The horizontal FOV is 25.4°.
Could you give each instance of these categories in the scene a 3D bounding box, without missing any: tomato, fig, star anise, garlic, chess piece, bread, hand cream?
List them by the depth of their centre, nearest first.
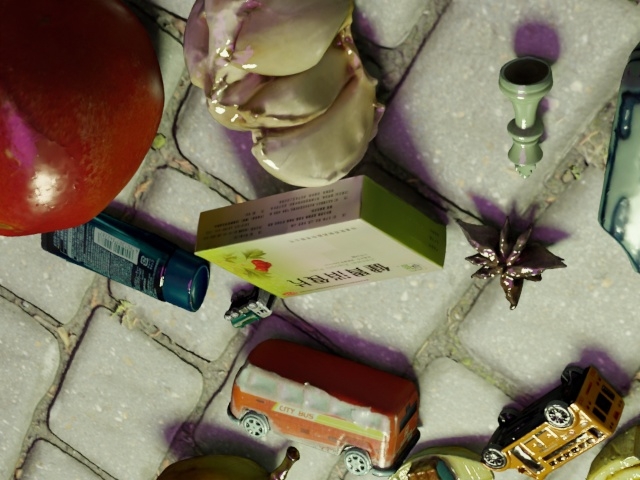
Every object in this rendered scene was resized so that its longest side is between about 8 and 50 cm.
[{"bbox_3d":[0.225,-0.127,1.568,0.059,0.059,0.149,14,134,21],"label":"chess piece"},{"bbox_3d":[-0.062,-0.198,1.587,0.185,0.203,0.281,24,139,36],"label":"garlic"},{"bbox_3d":[0.211,0.015,1.685,0.129,0.056,0.124,41,135,-3],"label":"star anise"},{"bbox_3d":[-0.359,-0.175,1.729,0.325,0.293,0.290,44,147,6],"label":"tomato"},{"bbox_3d":[0.405,0.299,1.788,0.117,0.064,0.156,34,134,-2],"label":"bread"},{"bbox_3d":[-0.283,0.016,1.982,0.271,0.061,0.120,22,132,17],"label":"hand cream"},{"bbox_3d":[-0.129,0.377,2.124,0.274,0.145,0.170,-33,96,27],"label":"fig"}]

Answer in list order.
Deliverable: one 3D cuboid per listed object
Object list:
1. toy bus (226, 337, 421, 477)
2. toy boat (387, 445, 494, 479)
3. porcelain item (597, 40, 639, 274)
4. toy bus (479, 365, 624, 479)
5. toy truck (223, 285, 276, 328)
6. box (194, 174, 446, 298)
[{"bbox_3d":[0.002,0.219,1.936,0.265,0.121,0.119,17,123,20],"label":"toy bus"},{"bbox_3d":[0.168,0.320,1.946,0.172,0.066,0.065,-19,110,38],"label":"toy boat"},{"bbox_3d":[0.431,-0.077,1.413,0.286,0.157,0.281,18,130,17],"label":"porcelain item"},{"bbox_3d":[0.290,0.241,1.796,0.088,0.083,0.194,42,134,-5],"label":"toy bus"},{"bbox_3d":[-0.096,0.092,1.945,0.044,0.039,0.083,38,139,-24],"label":"toy truck"},{"bbox_3d":[-0.001,0.000,1.738,0.261,0.062,0.175,-13,151,37],"label":"box"}]
